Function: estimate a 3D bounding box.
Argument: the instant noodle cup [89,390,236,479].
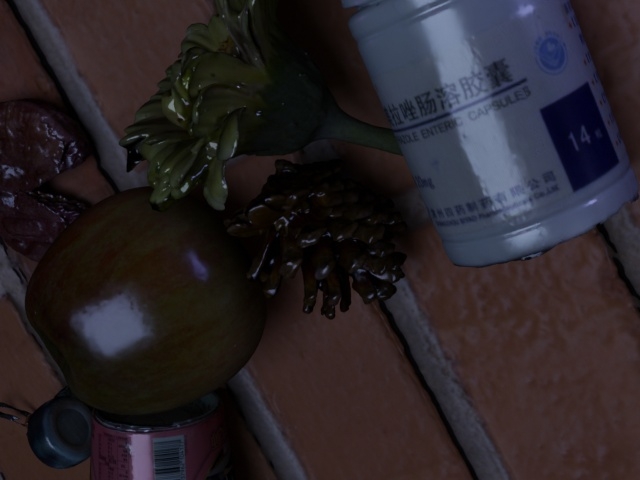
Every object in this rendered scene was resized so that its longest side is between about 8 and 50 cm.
[{"bbox_3d":[-0.198,0.324,1.294,0.244,0.244,0.255,4,104,25],"label":"instant noodle cup"}]

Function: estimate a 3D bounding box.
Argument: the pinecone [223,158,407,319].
[{"bbox_3d":[0.000,-0.004,1.068,0.195,0.179,0.150,28,117,7],"label":"pinecone"}]

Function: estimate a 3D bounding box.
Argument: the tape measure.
[{"bbox_3d":[-0.400,0.278,1.427,0.180,0.107,0.104,-15,107,28],"label":"tape measure"}]

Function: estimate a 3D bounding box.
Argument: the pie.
[{"bbox_3d":[-0.368,-0.078,1.295,0.204,0.054,0.218,20,120,18],"label":"pie"}]

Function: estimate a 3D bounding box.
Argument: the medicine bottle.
[{"bbox_3d":[0.142,-0.161,0.920,0.190,0.190,0.332,-19,101,31],"label":"medicine bottle"}]

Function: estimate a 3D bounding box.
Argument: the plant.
[{"bbox_3d":[-0.071,-0.144,1.009,0.261,0.297,0.305,-6,65,39],"label":"plant"}]

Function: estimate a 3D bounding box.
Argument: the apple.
[{"bbox_3d":[-0.199,0.071,1.146,0.257,0.234,0.256,44,151,32],"label":"apple"}]
